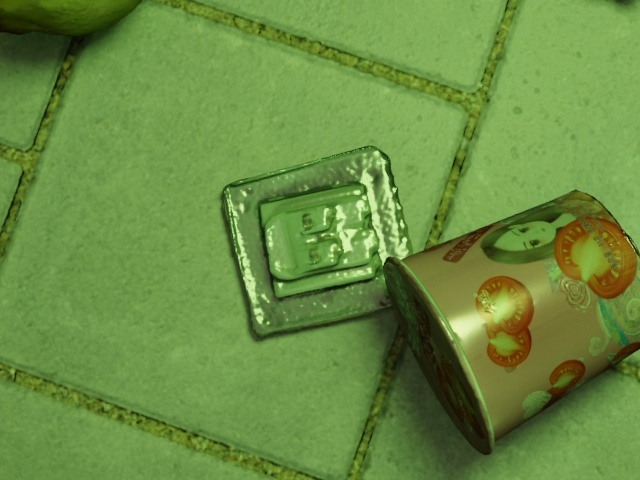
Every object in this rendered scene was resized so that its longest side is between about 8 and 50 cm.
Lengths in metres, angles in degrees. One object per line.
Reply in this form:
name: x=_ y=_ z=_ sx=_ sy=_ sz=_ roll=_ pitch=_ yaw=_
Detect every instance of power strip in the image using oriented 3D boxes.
power strip: x=0.000 y=0.000 z=1.357 sx=0.213 sy=0.064 sz=0.198 roll=-15 pitch=83 yaw=1

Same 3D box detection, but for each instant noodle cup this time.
instant noodle cup: x=0.224 y=0.080 z=1.267 sx=0.231 sy=0.243 sz=0.243 roll=-25 pitch=84 yaw=-8

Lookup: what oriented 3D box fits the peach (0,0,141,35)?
peach: x=-0.292 y=-0.394 z=1.300 sx=0.314 sy=0.281 sz=0.315 roll=-5 pitch=77 yaw=35
